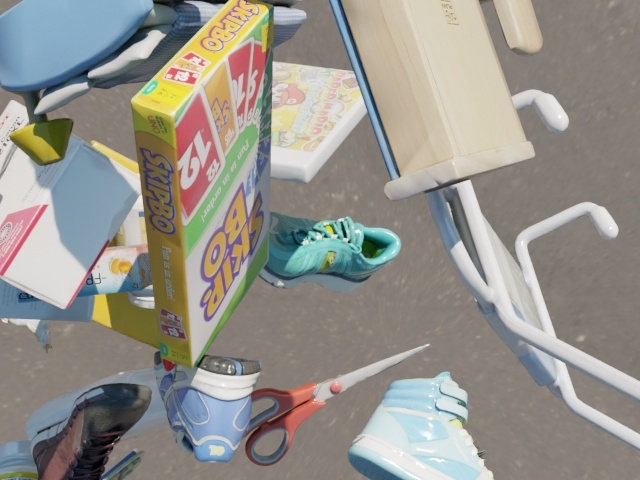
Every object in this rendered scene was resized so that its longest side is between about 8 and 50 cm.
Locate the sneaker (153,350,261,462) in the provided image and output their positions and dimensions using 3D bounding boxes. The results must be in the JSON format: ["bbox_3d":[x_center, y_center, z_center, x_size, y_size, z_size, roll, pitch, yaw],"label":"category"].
[{"bbox_3d":[-0.102,0.136,0.803,0.080,0.211,0.081,8,82,-11],"label":"sneaker"}]

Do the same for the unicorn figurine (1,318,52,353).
[{"bbox_3d":[-0.576,0.155,1.938,0.162,0.060,0.111,12,90,28],"label":"unicorn figurine"}]

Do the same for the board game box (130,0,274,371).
[{"bbox_3d":[-0.073,-0.023,0.655,0.039,0.259,0.124,22,49,13],"label":"board game box"}]

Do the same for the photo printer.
[{"bbox_3d":[-0.363,0.307,1.756,0.256,0.307,0.107,-24,79,22],"label":"photo printer"}]

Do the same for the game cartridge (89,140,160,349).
[{"bbox_3d":[-0.327,0.021,1.714,0.324,0.053,0.285,29,88,-25],"label":"game cartridge"}]

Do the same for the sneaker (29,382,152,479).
[{"bbox_3d":[-0.318,0.319,1.368,0.281,0.106,0.162,-40,51,40],"label":"sneaker"}]

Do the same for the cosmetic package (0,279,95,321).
[{"bbox_3d":[-0.445,0.029,1.488,0.184,0.151,0.151,6,104,-24],"label":"cosmetic package"}]

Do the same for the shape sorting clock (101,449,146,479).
[{"bbox_3d":[-0.403,0.462,1.779,0.206,0.206,0.040,-40,87,-1],"label":"shape sorting clock"}]

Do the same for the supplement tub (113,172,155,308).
[{"bbox_3d":[-0.269,-0.002,1.597,0.144,0.144,0.199,0,113,4],"label":"supplement tub"}]

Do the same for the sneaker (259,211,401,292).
[{"bbox_3d":[0.000,0.000,1.274,0.110,0.275,0.107,-29,68,34],"label":"sneaker"}]

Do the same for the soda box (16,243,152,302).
[{"bbox_3d":[-0.332,0.046,1.353,0.183,0.058,0.063,-6,95,7],"label":"soda box"}]

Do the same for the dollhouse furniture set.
[{"bbox_3d":[-0.023,-0.104,0.684,0.303,0.286,0.198,-18,90,32],"label":"dollhouse furniture set"}]

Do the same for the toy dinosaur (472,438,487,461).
[{"bbox_3d":[0.210,0.474,1.766,0.218,0.164,0.322,-39,54,-21],"label":"toy dinosaur"}]

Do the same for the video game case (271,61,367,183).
[{"bbox_3d":[-0.061,-0.145,1.099,0.206,0.227,0.026,11,127,22],"label":"video game case"}]

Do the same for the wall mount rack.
[{"bbox_3d":[0.205,0.061,0.742,0.130,0.350,0.304,-24,57,16],"label":"wall mount rack"}]

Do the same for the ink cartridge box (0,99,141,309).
[{"bbox_3d":[-0.330,-0.049,1.124,0.237,0.100,0.172,28,85,50],"label":"ink cartridge box"}]

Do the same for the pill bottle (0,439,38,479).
[{"bbox_3d":[-0.465,0.423,1.487,0.119,0.119,0.208,-12,47,3],"label":"pill bottle"}]

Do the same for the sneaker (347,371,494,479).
[{"bbox_3d":[0.223,0.328,1.525,0.319,0.127,0.208,28,61,1],"label":"sneaker"}]

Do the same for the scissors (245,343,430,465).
[{"bbox_3d":[-0.001,0.193,1.264,0.297,0.021,0.109,-36,111,6],"label":"scissors"}]
